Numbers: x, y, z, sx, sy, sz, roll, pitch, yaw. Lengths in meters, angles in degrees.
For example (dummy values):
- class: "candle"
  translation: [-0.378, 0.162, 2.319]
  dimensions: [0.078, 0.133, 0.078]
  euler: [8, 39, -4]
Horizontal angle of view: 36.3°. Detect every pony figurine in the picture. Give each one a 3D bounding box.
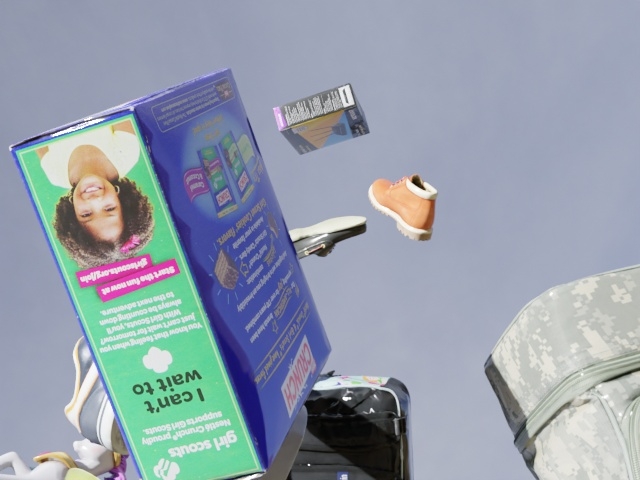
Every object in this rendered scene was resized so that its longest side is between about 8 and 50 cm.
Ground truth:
- class: "pony figurine"
  translation: [-0.443, 0.488, 1.710]
  dimensions: [0.363, 0.351, 0.303]
  euler: [-12, -21, -40]

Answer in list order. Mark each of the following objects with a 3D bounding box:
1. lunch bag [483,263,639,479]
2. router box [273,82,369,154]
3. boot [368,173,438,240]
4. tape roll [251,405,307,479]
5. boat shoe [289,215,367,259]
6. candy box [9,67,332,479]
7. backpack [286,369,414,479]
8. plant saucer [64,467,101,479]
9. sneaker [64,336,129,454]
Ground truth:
- class: "lunch bag"
  translation: [0.345, 0.161, 0.912]
  dimensions: [0.305, 0.256, 0.212]
  euler: [-10, -27, -18]
- class: "router box"
  translation: [0.006, -0.201, 1.642]
  dimensions: [0.133, 0.046, 0.179]
  euler: [-17, -10, 7]
- class: "boot"
  translation: [0.129, -0.071, 1.488]
  dimensions: [0.059, 0.158, 0.084]
  euler: [-6, -61, -29]
- class: "tape roll"
  translation: [-0.102, 0.253, 1.045]
  dimensions: [0.072, 0.219, 0.219]
  euler: [32, -83, -9]
- class: "boat shoe"
  translation: [0.000, -0.001, 1.290]
  dimensions: [0.133, 0.049, 0.042]
  euler: [-16, -75, 8]
- class: "candy box"
  translation: [-0.114, 0.024, 0.885]
  dimensions: [0.122, 0.268, 0.317]
  euler: [-17, -79, 16]
- class: "backpack"
  translation: [0.012, 0.312, 1.472]
  dimensions: [0.191, 0.254, 0.225]
  euler: [3, -96, -81]
- class: "plant saucer"
  translation: [-0.272, 0.410, 1.311]
  dimensions: [0.037, 0.241, 0.241]
  euler: [-40, -42, -32]
- class: "sneaker"
  translation: [-0.258, 0.128, 1.362]
  dimensions: [0.126, 0.127, 0.321]
  euler: [46, -118, -50]
